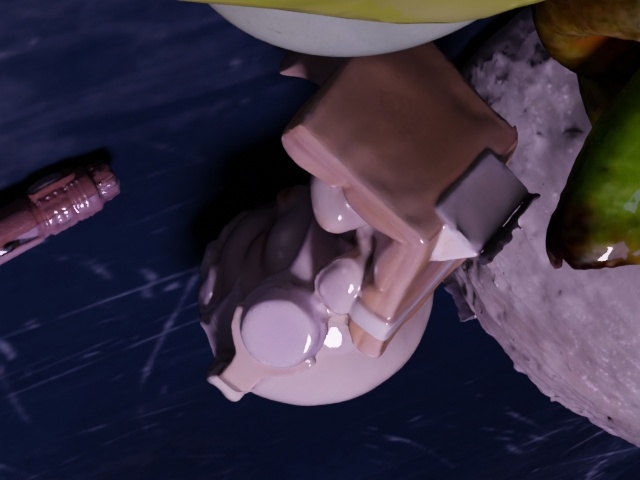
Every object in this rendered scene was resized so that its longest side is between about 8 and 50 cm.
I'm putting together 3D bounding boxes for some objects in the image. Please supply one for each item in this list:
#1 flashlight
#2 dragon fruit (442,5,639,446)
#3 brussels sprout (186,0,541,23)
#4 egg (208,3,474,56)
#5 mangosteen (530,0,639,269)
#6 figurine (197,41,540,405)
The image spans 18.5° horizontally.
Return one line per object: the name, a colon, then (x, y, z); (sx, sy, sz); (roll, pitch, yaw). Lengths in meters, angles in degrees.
flashlight: (-0.148, -0.008, 0.945); (0.110, 0.052, 0.031); (-30, 117, -11)
dragon fruit: (0.217, -0.030, 1.048); (0.283, 0.221, 0.204); (-16, 156, -17)
brussels sprout: (0.037, -0.226, 0.412); (0.361, 0.342, 0.425); (7, 147, -38)
egg: (0.029, -0.153, 0.738); (0.192, 0.149, 0.149); (-40, 151, 2)
mangosteen: (0.237, -0.129, 0.813); (0.311, 0.311, 0.311); (-22, 151, -13)
figurine: (0.003, 0.003, 1.003); (0.162, 0.141, 0.237); (-51, 178, -36)
